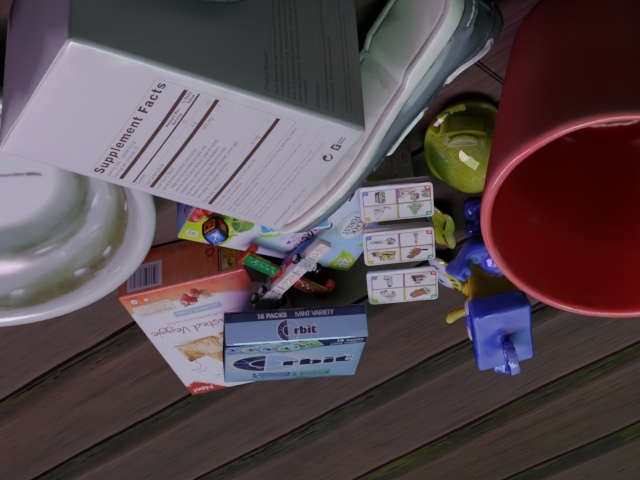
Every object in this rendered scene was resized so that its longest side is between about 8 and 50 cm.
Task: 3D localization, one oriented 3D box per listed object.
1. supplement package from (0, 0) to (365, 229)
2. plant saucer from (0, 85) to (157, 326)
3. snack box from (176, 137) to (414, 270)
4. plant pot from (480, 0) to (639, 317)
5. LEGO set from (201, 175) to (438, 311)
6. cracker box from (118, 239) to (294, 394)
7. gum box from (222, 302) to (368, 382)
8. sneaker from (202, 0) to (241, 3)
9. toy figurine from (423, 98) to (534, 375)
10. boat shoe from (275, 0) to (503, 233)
[{"bbox_3d":[-0.130,-0.158,1.644,0.293,0.178,0.175,16,140,-25],"label":"supplement package"},{"bbox_3d":[-0.370,-0.055,1.831,0.400,0.101,0.400,-2,145,-1],"label":"plant saucer"},{"bbox_3d":[-0.029,-0.056,1.886,0.207,0.070,0.174,10,142,-21],"label":"snack box"},{"bbox_3d":[0.284,-0.104,1.679,0.274,0.243,0.275,1,137,1],"label":"plant pot"},{"bbox_3d":[0.000,0.000,1.888,0.244,0.060,0.182,-6,136,1],"label":"LEGO set"},{"bbox_3d":[-0.122,0.087,2.078,0.155,0.067,0.232,-14,144,13],"label":"cracker box"},{"bbox_3d":[-0.032,0.118,1.993,0.156,0.041,0.184,-3,162,-5],"label":"gum box"},{"bbox_3d":[-0.122,-0.315,1.493,0.281,0.106,0.162,26,132,-34],"label":"sneaker"},{"bbox_3d":[0.215,0.034,1.908,0.191,0.217,0.363,-6,145,3],"label":"toy figurine"},{"bbox_3d":[0.062,-0.122,1.730,0.099,0.116,0.319,13,123,-41],"label":"boat shoe"}]
